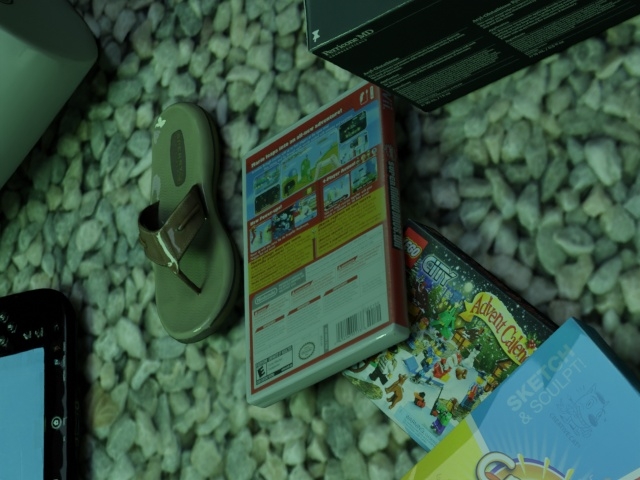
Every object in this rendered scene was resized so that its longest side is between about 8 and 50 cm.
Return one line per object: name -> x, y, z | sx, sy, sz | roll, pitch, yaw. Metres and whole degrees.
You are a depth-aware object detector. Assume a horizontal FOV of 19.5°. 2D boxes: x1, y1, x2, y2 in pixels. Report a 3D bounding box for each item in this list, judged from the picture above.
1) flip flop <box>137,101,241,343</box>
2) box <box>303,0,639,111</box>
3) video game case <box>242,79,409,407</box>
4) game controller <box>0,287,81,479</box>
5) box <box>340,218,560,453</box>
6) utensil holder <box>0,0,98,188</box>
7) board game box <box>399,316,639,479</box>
flip flop -> -0.150, -0.023, 1.949 | 0.112, 0.080, 0.277 | -21, 64, 35
box -> 0.139, -0.232, 1.696 | 0.261, 0.184, 0.103 | -23, 63, 33
video game case -> 0.000, 0.000, 1.810 | 0.204, 0.025, 0.285 | -29, 51, 38
game controller -> -0.334, 0.213, 2.045 | 0.166, 0.067, 0.319 | -17, 67, 36
box -> 0.122, 0.106, 1.701 | 0.233, 0.044, 0.159 | 40, 103, 41
utensil holder -> -0.484, -0.154, 2.118 | 0.385, 0.327, 0.327 | -48, 51, 15
board game box -> 0.177, 0.258, 1.537 | 0.316, 0.064, 0.242 | -45, 61, 10
